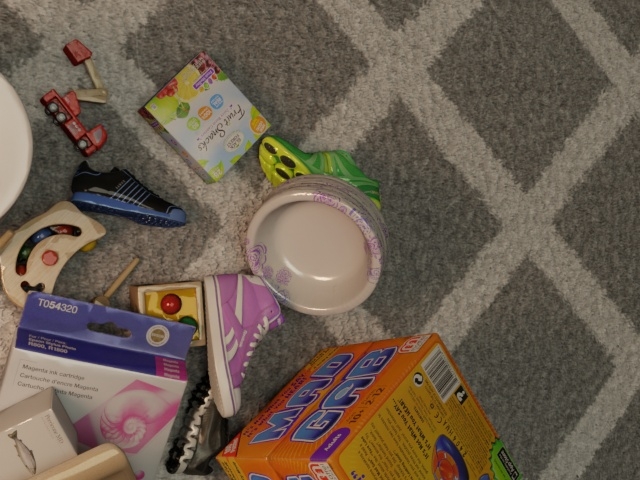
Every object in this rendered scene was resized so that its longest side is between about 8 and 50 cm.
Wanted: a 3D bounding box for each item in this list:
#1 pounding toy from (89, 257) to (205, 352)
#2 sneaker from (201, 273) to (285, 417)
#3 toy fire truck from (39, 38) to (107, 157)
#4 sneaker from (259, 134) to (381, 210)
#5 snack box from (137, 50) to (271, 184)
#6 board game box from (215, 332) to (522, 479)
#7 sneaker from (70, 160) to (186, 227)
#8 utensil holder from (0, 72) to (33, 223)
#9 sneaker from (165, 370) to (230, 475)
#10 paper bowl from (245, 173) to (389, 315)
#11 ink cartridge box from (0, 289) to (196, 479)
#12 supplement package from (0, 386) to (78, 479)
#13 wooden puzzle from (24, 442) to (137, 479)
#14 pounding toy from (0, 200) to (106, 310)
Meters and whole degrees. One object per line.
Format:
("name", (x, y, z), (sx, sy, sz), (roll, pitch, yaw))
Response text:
("pounding toy", (-0.338, 0.123, 1.669), (0.205, 0.094, 0.181), (-4, 91, -25))
("sneaker", (-0.142, 0.199, 1.679), (0.160, 0.102, 0.282), (-1, 75, -16))
("toy fire truck", (-0.460, -0.272, 1.647), (0.135, 0.047, 0.192), (-42, 106, -20))
("sneaker", (-0.001, -0.142, 1.835), (0.295, 0.109, 0.124), (28, 50, -17))
("snack box", (-0.233, -0.247, 1.736), (0.207, 0.070, 0.174), (47, 71, -18))
("board game box", (0.096, 0.441, 1.666), (0.356, 0.356, 0.357), (-41, 106, -38))
("sneaker", (-0.366, -0.089, 1.667), (0.232, 0.081, 0.091), (15, 71, -29))
("utensil holder", (-0.635, -0.136, 1.382), (0.327, 0.385, 0.328), (0, 89, -25))
("sneaker", (-0.222, 0.369, 1.730), (0.106, 0.078, 0.234), (26, 81, -27))
("paper bowl", (0.000, 0.000, 1.749), (0.284, 0.284, 0.148), (52, 28, -14))
("ink cartridge box", (-0.423, 0.286, 1.582), (0.324, 0.071, 0.330), (15, 101, -23))
("supplement package", (-0.521, 0.350, 1.472), (0.179, 0.105, 0.105), (-26, 107, -9))
("wooden puzzle", (-0.475, 0.500, 1.521), (0.322, 0.080, 0.348), (-24, 142, -17))
("pounding toy", (-0.512, 0.042, 1.558), (0.269, 0.155, 0.154), (-36, 99, -20))
